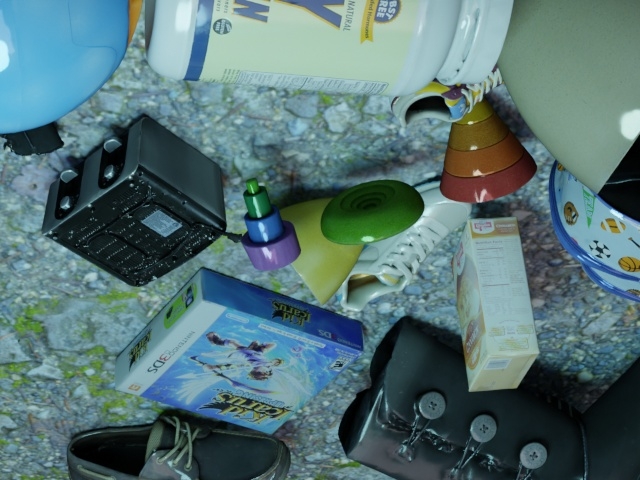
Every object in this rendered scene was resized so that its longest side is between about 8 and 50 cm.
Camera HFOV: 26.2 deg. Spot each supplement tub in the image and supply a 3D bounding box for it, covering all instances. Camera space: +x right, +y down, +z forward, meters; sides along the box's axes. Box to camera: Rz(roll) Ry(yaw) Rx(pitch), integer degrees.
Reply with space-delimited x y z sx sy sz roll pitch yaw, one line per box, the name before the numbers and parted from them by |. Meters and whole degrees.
supplement tub | 0.003 -0.260 1.311 0.324 0.235 0.235 3 140 -11

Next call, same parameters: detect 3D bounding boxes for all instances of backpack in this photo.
backpack | 0.402 -0.053 1.615 0.263 0.277 0.213 19 135 -10

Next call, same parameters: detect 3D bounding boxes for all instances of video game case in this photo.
video game case | -0.116 0.165 1.948 0.269 0.061 0.244 20 135 -29

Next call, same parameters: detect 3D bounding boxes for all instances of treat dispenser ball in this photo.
treat dispenser ball | -0.305 -0.241 1.253 0.288 0.288 0.288 -3 141 -3

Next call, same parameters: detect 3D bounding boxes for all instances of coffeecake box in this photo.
coffeecake box | 0.221 0.083 1.766 0.068 0.186 0.142 -3 156 -6

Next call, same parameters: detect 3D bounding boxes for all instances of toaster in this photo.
toaster | -0.212 -0.040 1.648 0.168 0.110 0.185 -31 134 28

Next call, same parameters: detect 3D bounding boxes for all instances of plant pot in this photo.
plant pot | 0.285 -0.218 1.408 0.191 0.284 0.284 35 136 7
plant pot | 0.000 0.000 1.726 0.095 0.134 0.134 -37 137 -2

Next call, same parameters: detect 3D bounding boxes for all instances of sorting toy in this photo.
sorting toy | 0.071 -0.084 1.613 0.365 0.127 0.126 -20 117 -6

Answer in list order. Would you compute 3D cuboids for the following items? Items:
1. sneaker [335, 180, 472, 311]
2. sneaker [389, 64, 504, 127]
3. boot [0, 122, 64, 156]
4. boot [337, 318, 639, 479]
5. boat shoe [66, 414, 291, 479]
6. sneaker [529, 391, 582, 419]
sneaker | 0.107 0.009 1.761 0.087 0.092 0.228 30 127 -34
sneaker | 0.169 -0.175 1.551 0.185 0.084 0.069 -17 139 14
boot | -0.314 -0.141 1.565 0.121 0.045 0.099 -2 139 6
boot | 0.292 0.226 1.984 0.445 0.367 0.146 25 172 -3
boat shoe | -0.224 0.339 2.073 0.355 0.132 0.130 -9 135 13
sneaker | 0.289 0.306 2.151 0.281 0.106 0.162 25 138 -18
